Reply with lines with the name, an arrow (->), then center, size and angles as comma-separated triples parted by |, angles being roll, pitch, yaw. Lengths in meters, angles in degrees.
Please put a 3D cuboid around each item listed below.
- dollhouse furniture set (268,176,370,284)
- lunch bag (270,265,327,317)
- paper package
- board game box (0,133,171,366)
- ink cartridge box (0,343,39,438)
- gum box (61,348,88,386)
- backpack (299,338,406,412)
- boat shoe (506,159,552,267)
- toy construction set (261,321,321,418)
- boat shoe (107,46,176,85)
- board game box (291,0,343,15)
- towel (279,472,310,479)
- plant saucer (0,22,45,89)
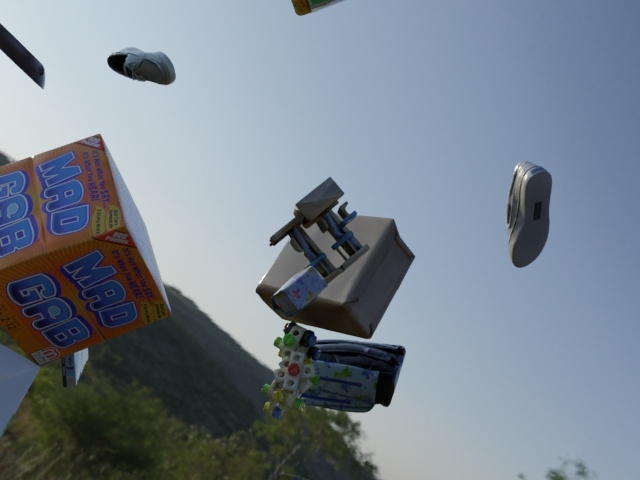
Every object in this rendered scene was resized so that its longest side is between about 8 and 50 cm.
dollhouse furniture set -> 0.000, 0.000, 1.164 | 0.129, 0.129, 0.183 | 50, -9, 4
lunch bag -> -0.037, 0.085, 1.099 | 0.053, 0.071, 0.083 | 53, -29, -3
paper package -> 0.042, 0.083, 1.882 | 0.325, 0.309, 0.168 | 8, -34, 41
board game box -> -0.628, 0.024, 1.705 | 0.356, 0.356, 0.356 | 79, -13, -49
ink cartridge box -> -0.685, 0.313, 1.265 | 0.353, 0.207, 0.119 | -19, -49, 43
gum box -> -0.753, 0.336, 2.096 | 0.041, 0.156, 0.184 | 0, 16, -8
backpack -> 0.072, 0.432, 2.225 | 0.356, 0.273, 0.290 | 17, 16, 8
boat shoe -> 0.472, -0.061, 1.574 | 0.095, 0.258, 0.084 | -7, 32, -17
toy construction set -> -0.080, 0.352, 1.843 | 0.151, 0.215, 0.327 | 29, -26, 8
boat shoe -> -0.428, -0.406, 1.615 | 0.228, 0.081, 0.079 | 25, -47, 41
board game box -> 0.061, -0.476, 1.137 | 0.039, 0.260, 0.124 | -105, 174, -86
towel -> -0.069, 0.632, 1.748 | 0.083, 0.060, 0.009 | 7, -7, 18
plant saucer -> -0.581, -0.366, 1.270 | 0.198, 0.036, 0.198 | 43, -6, 5
